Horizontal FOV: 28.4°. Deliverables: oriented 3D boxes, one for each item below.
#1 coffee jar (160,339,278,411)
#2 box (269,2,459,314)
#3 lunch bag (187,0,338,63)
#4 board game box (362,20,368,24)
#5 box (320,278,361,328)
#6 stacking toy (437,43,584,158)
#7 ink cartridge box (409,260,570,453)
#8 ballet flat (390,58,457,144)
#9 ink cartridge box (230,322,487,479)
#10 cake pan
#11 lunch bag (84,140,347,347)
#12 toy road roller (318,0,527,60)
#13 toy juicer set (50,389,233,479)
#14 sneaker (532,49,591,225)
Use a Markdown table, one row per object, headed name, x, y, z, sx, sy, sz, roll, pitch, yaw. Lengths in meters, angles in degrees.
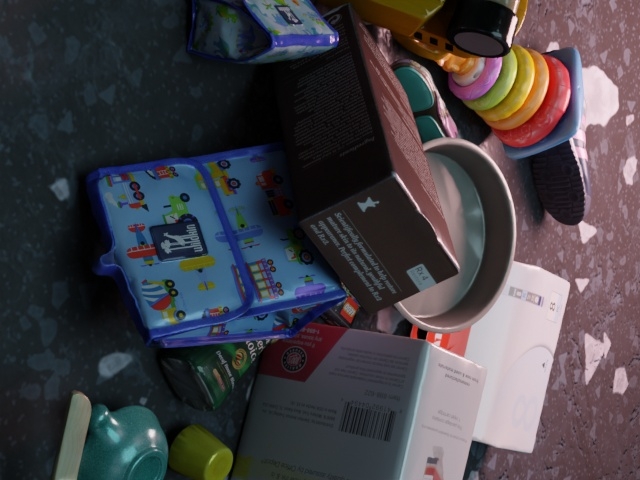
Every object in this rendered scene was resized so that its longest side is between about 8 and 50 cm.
| name | x | y | z | sx | sy | sz | roll | pitch | yaw |
| --- | --- | --- | --- | --- | --- | --- | --- | --- | --- |
| coffee jar | -0.119 | 0.130 | 1.652 | 0.184 | 0.079 | 0.096 | -48 | 128 | -36 |
| box | 0.049 | -0.112 | 1.629 | 0.191 | 0.143 | 0.381 | 53 | 16 | -38 |
| lunch bag | -0.072 | -0.266 | 1.601 | 0.128 | 0.151 | 0.096 | -14 | 118 | -47 |
| board game box | 0.072 | -0.410 | 1.858 | 0.103 | 0.026 | 0.154 | 36 | 67 | -46 |
| box | 0.000 | 0.000 | 1.804 | 0.233 | 0.044 | 0.159 | 45 | 60 | -42 |
| stacking toy | 0.271 | -0.263 | 2.033 | 0.301 | 0.165 | 0.175 | 21 | 62 | -38 |
| ink cartridge box | 0.271 | 0.176 | 2.067 | 0.385 | 0.091 | 0.308 | 22 | 82 | -56 |
| ballet flat | 0.158 | -0.215 | 1.956 | 0.221 | 0.076 | 0.079 | 56 | 35 | -43 |
| ink cartridge box | 0.032 | 0.319 | 1.700 | 0.160 | 0.279 | 0.385 | 27 | 74 | -49 |
| cake pan | 0.177 | -0.008 | 1.901 | 0.293 | 0.054 | 0.293 | -3 | 94 | -39 |
| lunch bag | -0.148 | 0.013 | 1.529 | 0.293 | 0.138 | 0.221 | -7 | 68 | -40 |
| toy road roller | 0.138 | -0.373 | 1.806 | 0.329 | 0.240 | 0.203 | 19 | 77 | -11 |
| toy juicer set | -0.254 | 0.296 | 1.516 | 0.329 | 0.089 | 0.209 | 33 | 82 | -55 |
| sneaker | 0.442 | -0.187 | 2.253 | 0.131 | 0.112 | 0.319 | -35 | 121 | -39 |
